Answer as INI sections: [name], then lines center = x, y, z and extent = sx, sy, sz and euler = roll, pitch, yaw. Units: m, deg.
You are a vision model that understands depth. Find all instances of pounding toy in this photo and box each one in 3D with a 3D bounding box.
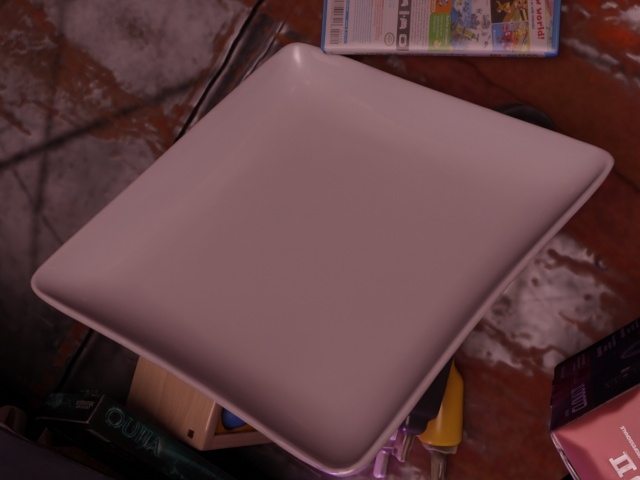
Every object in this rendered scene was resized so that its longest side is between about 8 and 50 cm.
[pounding toy]
center = -0.043, 0.078, 0.865
extent = 0.100, 0.141, 0.130
euler = 19, 94, 30

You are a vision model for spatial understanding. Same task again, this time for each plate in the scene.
[plate]
center = 0.000, 0.000, 0.778
extent = 0.277, 0.045, 0.278
euler = 26, 59, 33

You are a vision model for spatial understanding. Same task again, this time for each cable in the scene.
[cable]
center = 0.068, 0.032, 0.860
extent = 0.139, 0.072, 0.287
euler = 16, 90, -15

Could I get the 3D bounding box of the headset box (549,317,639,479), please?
[headset box]
center = 0.267, 0.083, 0.746
extent = 0.293, 0.218, 0.110
euler = -32, 87, 11

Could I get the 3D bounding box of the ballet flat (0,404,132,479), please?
[ballet flat]
center = -0.224, 0.165, 0.943
extent = 0.206, 0.073, 0.067
euler = 9, 69, 8

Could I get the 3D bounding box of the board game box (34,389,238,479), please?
[board game box]
center = -0.102, 0.164, 0.848
extent = 0.186, 0.126, 0.026
euler = 38, 68, -20

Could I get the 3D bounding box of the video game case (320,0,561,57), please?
[video game case]
center = 0.086, -0.189, 0.857
extent = 0.166, 0.015, 0.119
euler = 3, 84, 12

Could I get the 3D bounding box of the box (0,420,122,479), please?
[box]
center = -0.342, 0.337, 0.732
extent = 0.480, 0.297, 0.472
euler = 24, 60, 4
